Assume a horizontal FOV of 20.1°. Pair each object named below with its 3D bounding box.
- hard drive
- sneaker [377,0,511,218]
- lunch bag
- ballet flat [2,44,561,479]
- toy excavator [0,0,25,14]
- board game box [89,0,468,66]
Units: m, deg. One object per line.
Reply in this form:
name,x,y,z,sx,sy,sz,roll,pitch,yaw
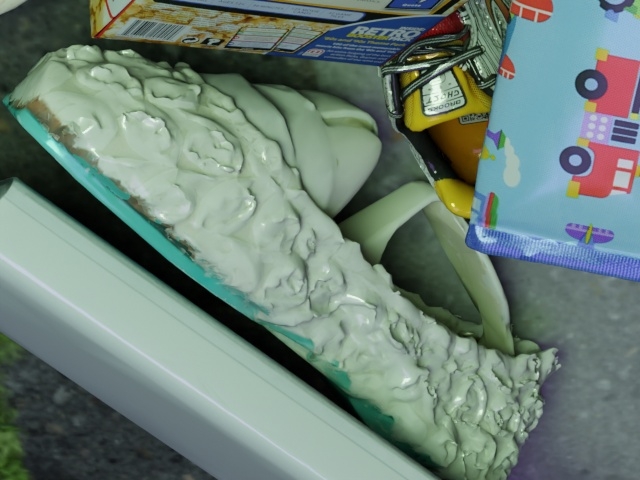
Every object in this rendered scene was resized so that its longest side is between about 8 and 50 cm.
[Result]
hard drive,-0.061,0.090,0.998,0.353,0.047,0.233,36,165,-17
sneaker,0.064,-0.107,0.893,0.088,0.092,0.225,-13,127,17
lunch bag,0.236,-0.079,0.784,0.293,0.138,0.221,16,114,15
ballet flat,0.000,0.000,0.971,0.147,0.147,0.409,-23,134,23
toy excavator,-0.261,-0.092,0.893,0.445,0.222,0.433,-15,129,0
board game box,0.007,-0.130,0.735,0.147,0.045,0.193,3,163,-29
